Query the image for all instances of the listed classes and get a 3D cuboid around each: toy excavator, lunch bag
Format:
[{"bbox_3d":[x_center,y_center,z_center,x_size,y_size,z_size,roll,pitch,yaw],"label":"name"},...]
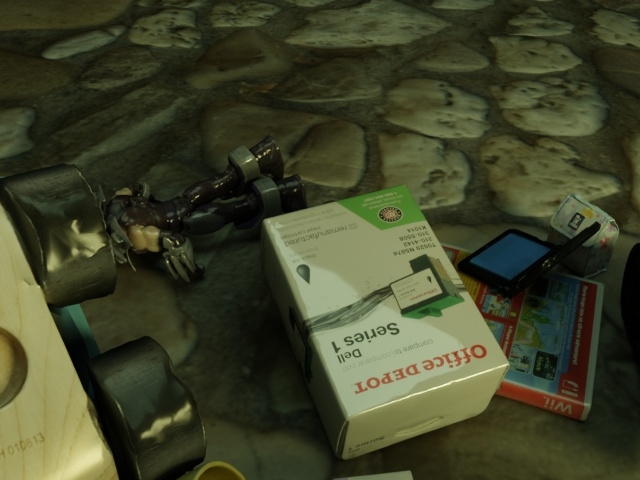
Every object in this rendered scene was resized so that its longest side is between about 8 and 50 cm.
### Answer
[{"bbox_3d":[-0.337,0.067,0.610,0.222,0.445,0.433,-23,86,-33],"label":"toy excavator"},{"bbox_3d":[0.316,-0.008,0.847,0.053,0.083,0.071,-16,40,-25],"label":"lunch bag"}]

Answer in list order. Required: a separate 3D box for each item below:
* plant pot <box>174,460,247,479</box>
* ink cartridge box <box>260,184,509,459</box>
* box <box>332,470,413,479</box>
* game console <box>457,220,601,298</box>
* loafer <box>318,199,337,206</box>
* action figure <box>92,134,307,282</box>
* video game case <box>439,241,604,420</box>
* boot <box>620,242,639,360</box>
[{"bbox_3d":[-0.099,0.229,0.472,0.095,0.134,0.134,-20,34,13],"label":"plant pot"},{"bbox_3d":[0.052,0.070,0.661,0.160,0.093,0.219,-15,55,-16],"label":"ink cartridge box"},{"bbox_3d":[0.059,0.293,0.416,0.067,0.063,0.324,-2,36,-7],"label":"box"},{"bbox_3d":[0.237,0.007,0.795,0.122,0.107,0.071,-29,74,-36],"label":"game console"},{"bbox_3d":[0.000,0.000,0.824,0.062,0.061,0.170,31,42,-5],"label":"loafer"},{"bbox_3d":[-0.161,-0.030,0.847,0.285,0.099,0.185,-19,48,-21],"label":"action figure"},{"bbox_3d":[0.157,0.076,0.771,0.285,0.025,0.204,15,37,17],"label":"video game case"},{"bbox_3d":[0.444,0.106,0.638,0.260,0.131,0.348,8,30,8],"label":"boot"}]
